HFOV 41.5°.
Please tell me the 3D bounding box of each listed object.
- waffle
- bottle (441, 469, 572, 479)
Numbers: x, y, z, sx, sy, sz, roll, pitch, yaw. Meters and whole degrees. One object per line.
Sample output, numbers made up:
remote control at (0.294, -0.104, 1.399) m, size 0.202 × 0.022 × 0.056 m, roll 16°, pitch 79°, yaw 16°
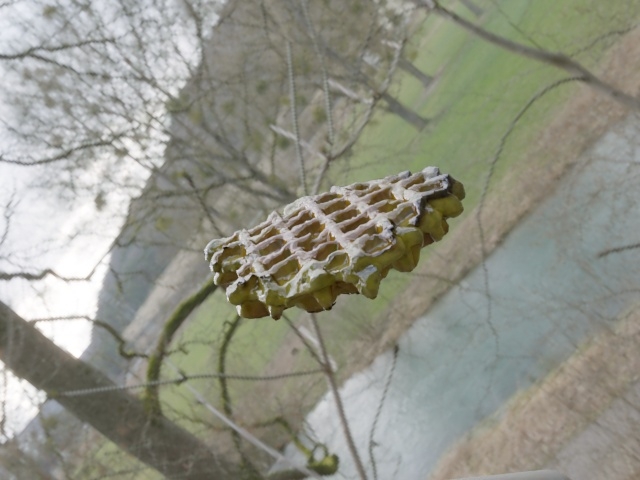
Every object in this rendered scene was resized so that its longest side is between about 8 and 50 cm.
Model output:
waffle at (0.006, 0.000, 0.896) m, size 0.281 × 0.058 × 0.300 m, roll -31°, pitch 19°, yaw -29°
bottle at (0.072, 0.239, 0.410) m, size 0.147 × 0.147 × 0.237 m, roll 133°, pitch 134°, yaw -65°
